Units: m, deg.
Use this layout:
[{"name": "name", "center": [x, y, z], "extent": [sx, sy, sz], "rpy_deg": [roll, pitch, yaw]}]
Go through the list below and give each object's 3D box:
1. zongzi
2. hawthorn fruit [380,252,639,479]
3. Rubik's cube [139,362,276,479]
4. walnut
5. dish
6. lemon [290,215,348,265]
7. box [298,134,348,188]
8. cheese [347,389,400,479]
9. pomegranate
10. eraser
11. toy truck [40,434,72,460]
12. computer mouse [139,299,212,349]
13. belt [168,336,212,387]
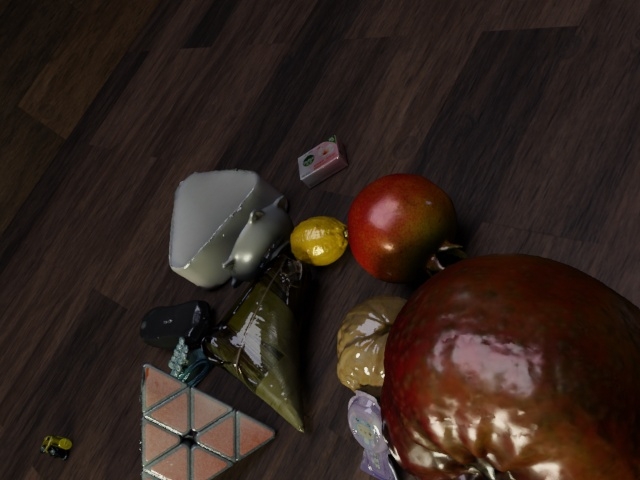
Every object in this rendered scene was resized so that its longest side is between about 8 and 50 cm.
[{"name": "zongzi", "center": [-0.061, 0.206, 1.410], "extent": [0.317, 0.154, 0.289], "rpy_deg": [33, 81, 30]}, {"name": "hawthorn fruit", "center": [0.289, 0.199, 0.917], "extent": [0.402, 0.403, 0.403], "rpy_deg": [-24, 47, 28]}, {"name": "Rubik's cube", "center": [-0.277, 0.399, 1.382], "extent": [0.229, 0.233, 0.228], "rpy_deg": [-53, 57, 27]}, {"name": "walnut", "center": [0.121, 0.201, 1.178], "extent": [0.213, 0.213, 0.213], "rpy_deg": [-24, 47, 28]}, {"name": "dish", "center": [-0.125, 0.026, 1.552], "extent": [0.086, 0.228, 0.236], "rpy_deg": [31, 120, 20]}, {"name": "lemon", "center": [0.000, 0.000, 1.505], "extent": [0.155, 0.114, 0.114], "rpy_deg": [-16, 51, 27]}, {"name": "box", "center": [0.005, -0.203, 1.706], "extent": [0.125, 0.043, 0.089], "rpy_deg": [-31, 44, 21]}, {"name": "cheese", "center": [0.092, 0.338, 1.131], "extent": [0.042, 0.191, 0.105], "rpy_deg": [-31, 28, -36]}, {"name": "pomegranate", "center": [0.173, -0.013, 1.294], "extent": [0.221, 0.221, 0.256], "rpy_deg": [-48, 66, 3]}, {"name": "eraser", "center": [-0.279, -0.068, 1.787], "extent": [0.331, 0.150, 0.331], "rpy_deg": [-21, 51, 29]}, {"name": "toy truck", "center": [-0.714, 0.557, 1.784], "extent": [0.083, 0.049, 0.054], "rpy_deg": [-5, 56, 39]}, {"name": "computer mouse", "center": [-0.369, 0.222, 1.703], "extent": [0.217, 0.073, 0.122], "rpy_deg": [-10, 56, 29]}, {"name": "belt", "center": [-0.343, 0.329, 1.582], "extent": [0.179, 0.100, 0.065], "rpy_deg": [-52, 36, 3]}]
